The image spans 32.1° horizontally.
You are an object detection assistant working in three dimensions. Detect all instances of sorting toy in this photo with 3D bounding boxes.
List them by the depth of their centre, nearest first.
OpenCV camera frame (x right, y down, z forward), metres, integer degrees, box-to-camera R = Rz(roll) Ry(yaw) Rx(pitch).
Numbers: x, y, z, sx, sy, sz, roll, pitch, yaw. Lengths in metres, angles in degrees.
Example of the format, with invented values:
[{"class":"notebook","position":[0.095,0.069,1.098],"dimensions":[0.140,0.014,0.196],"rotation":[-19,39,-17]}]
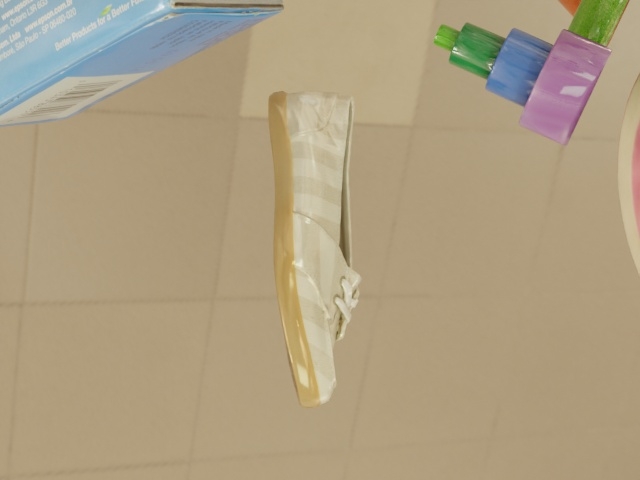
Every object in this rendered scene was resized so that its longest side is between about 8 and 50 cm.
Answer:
[{"class":"sorting toy","position":[0.163,-0.182,0.818],"dimensions":[0.126,0.365,0.127],"rotation":[26,124,9]}]

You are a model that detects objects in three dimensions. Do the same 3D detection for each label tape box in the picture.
[{"class":"label tape box","position":[-0.178,-0.268,0.727],"dimensions":[0.106,0.240,0.334],"rotation":[-15,89,-48]}]

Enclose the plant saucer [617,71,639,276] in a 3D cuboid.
[{"class":"plant saucer","position":[0.310,-0.031,0.768],"dimensions":[0.084,0.332,0.332],"rotation":[-11,116,-17]}]

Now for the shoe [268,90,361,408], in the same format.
[{"class":"shoe","position":[0.000,0.000,0.736],"dimensions":[0.058,0.076,0.219],"rotation":[-4,74,2]}]
